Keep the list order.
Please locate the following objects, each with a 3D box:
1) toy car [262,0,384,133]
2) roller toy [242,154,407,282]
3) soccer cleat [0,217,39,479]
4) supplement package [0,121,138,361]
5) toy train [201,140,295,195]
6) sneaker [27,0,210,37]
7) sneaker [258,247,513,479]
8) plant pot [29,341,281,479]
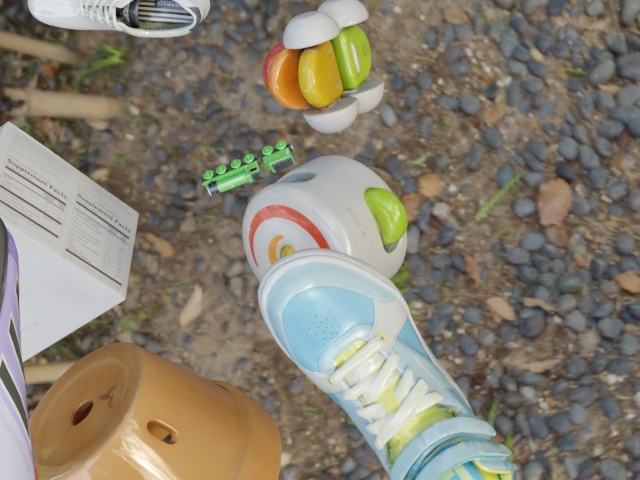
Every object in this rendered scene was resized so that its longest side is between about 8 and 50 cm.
[{"bbox_3d":[-0.005,-0.236,1.427,0.136,0.182,0.159,-1,115,34],"label":"toy car"},{"bbox_3d":[0.000,0.000,1.364,0.191,0.146,0.209,35,134,22],"label":"roller toy"},{"bbox_3d":[-0.243,0.138,0.721,0.109,0.116,0.318,-5,75,31],"label":"soccer cleat"},{"bbox_3d":[-0.386,0.022,1.255,0.262,0.204,0.145,-30,40,28],"label":"supplement package"},{"bbox_3d":[-0.060,-0.059,0.877,0.083,0.017,0.023,-22,52,7],"label":"toy train"},{"bbox_3d":[-0.288,-0.335,1.479,0.258,0.091,0.094,-1,117,1],"label":"sneaker"},{"bbox_3d":[0.075,0.151,0.975,0.127,0.319,0.208,-41,30,6],"label":"sneaker"},{"bbox_3d":[-0.222,0.259,1.266,0.291,0.203,0.290,-29,33,21],"label":"plant pot"}]
